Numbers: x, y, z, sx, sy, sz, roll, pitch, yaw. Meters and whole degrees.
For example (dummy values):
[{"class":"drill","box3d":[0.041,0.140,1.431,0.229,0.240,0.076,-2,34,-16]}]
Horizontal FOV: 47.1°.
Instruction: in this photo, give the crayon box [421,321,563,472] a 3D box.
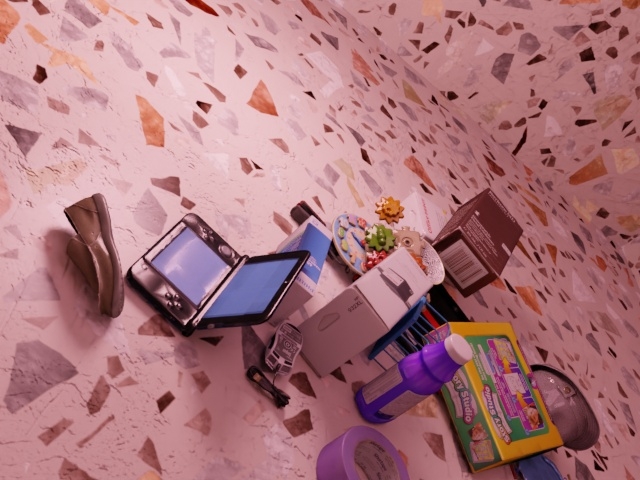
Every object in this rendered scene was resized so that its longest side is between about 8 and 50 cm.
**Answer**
[{"class":"crayon box","box3d":[0.453,0.399,1.933,0.313,0.106,0.362,6,57,-45]}]

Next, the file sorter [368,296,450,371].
[{"class":"file sorter","box3d":[0.222,0.245,1.802,0.104,0.170,0.118,42,30,-1]}]

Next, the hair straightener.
[{"class":"hair straightener","box3d":[0.000,0.000,1.941,0.230,0.047,0.089,52,30,-3]}]

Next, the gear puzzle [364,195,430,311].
[{"class":"gear puzzle","box3d":[0.203,0.025,1.947,0.176,0.044,0.338,6,61,-11]}]

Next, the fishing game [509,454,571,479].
[{"class":"fishing game","box3d":[0.589,0.633,1.984,0.264,0.041,0.189,29,27,-21]}]

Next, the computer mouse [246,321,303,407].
[{"class":"computer mouse","box3d":[-0.086,0.250,1.532,0.106,0.042,0.193,37,37,-10]}]

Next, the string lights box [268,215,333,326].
[{"class":"string lights box","box3d":[-0.060,0.065,1.683,0.077,0.133,0.259,41,31,-14]}]

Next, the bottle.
[{"class":"bottle","box3d":[0.206,0.303,1.611,0.118,0.283,0.092,11,47,-45]}]

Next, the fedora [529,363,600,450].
[{"class":"fedora","box3d":[0.639,0.488,2.080,0.124,0.243,0.275,-18,70,-27]}]

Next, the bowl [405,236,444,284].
[{"class":"bowl","box3d":[0.257,0.070,2.050,0.170,0.080,0.170,28,39,-26]}]

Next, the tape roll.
[{"class":"tape roll","box3d":[0.087,0.472,1.463,0.189,0.080,0.189,33,34,-26]}]

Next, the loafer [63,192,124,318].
[{"class":"loafer","box3d":[-0.411,0.031,1.328,0.088,0.094,0.251,-11,60,-18]}]

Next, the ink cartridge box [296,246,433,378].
[{"class":"ink cartridge box","box3d":[0.100,0.160,1.695,0.129,0.223,0.307,52,30,5]}]

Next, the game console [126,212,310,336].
[{"class":"game console","box3d":[-0.196,0.046,1.482,0.250,0.173,0.293,45,30,-7]}]

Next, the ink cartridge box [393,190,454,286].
[{"class":"ink cartridge box","box3d":[0.369,0.000,2.343,0.278,0.117,0.201,30,36,-31]}]

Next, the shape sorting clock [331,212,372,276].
[{"class":"shape sorting clock","box3d":[0.111,0.012,1.984,0.206,0.040,0.206,31,37,-26]}]

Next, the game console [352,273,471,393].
[{"class":"game console","box3d":[0.280,0.211,2.058,0.386,0.060,0.342,53,36,9]}]

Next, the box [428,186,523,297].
[{"class":"box","box3d":[0.480,-0.001,2.240,0.191,0.143,0.381,51,32,-2]}]
